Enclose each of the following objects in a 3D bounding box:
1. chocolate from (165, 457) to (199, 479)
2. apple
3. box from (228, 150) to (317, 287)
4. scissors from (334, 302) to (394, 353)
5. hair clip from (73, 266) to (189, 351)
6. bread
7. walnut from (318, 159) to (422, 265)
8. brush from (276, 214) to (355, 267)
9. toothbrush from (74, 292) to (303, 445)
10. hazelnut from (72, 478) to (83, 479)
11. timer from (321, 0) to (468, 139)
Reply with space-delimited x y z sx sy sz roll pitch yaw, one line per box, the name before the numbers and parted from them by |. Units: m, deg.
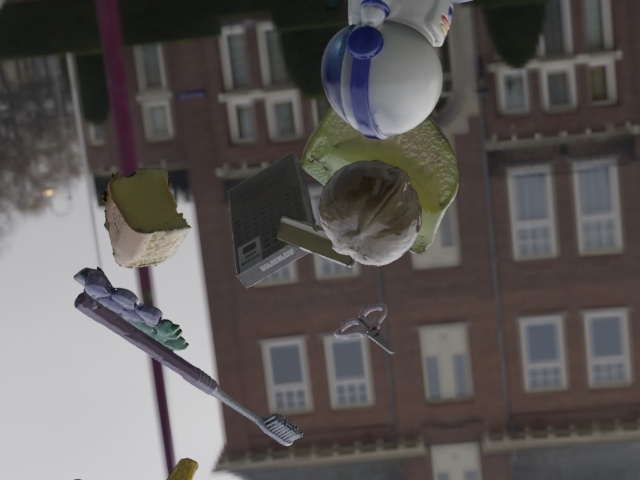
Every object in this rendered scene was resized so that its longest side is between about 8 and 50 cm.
chocolate | -0.297 0.530 2.428 0.085 0.219 0.085 23 159 9
apple | 0.108 -0.129 2.007 0.265 0.193 0.120 36 -173 -12
box | -0.103 -0.049 2.616 0.180 0.047 0.325 -30 -146 12
scissors | 0.086 0.150 2.022 0.100 0.015 0.189 -31 -158 -7
hair clip | -0.275 0.101 1.805 0.124 0.195 0.052 -23 -146 55
bread | -0.331 -0.046 2.311 0.140 0.160 0.169 -10 157 -29
walnut | 0.066 -0.038 1.639 0.140 0.140 0.162 -3 -152 18
brush | 0.000 0.000 2.333 0.048 0.054 0.282 3 -172 -29
toothbrush | -0.151 0.158 1.497 0.029 0.354 0.024 -34 -146 29
hazelnut | -0.401 0.441 2.104 0.086 0.086 0.086 -6 -169 1
timer | 0.097 -0.297 1.450 0.270 0.383 0.270 14 158 6
